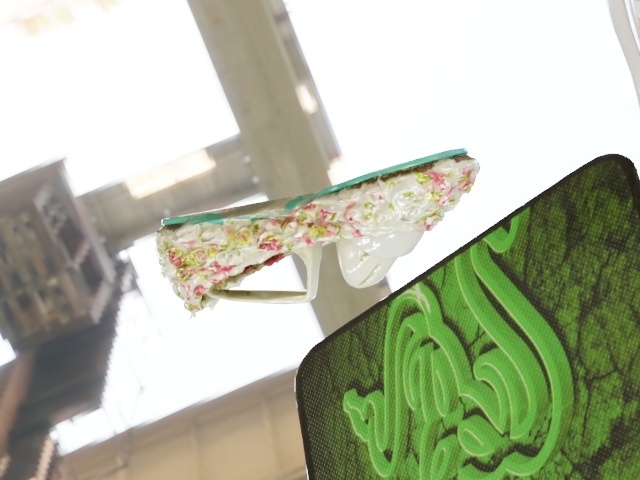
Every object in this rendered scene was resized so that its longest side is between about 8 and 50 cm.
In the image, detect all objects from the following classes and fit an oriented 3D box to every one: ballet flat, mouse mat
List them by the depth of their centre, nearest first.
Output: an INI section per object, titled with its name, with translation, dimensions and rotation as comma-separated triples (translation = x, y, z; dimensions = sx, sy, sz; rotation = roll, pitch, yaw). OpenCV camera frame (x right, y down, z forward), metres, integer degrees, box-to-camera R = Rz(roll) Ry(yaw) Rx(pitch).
[mouse mat]
translation = 0.053, 0.080, 0.427
dimensions = 0.152, 0.007, 0.190
rotation = -36, -136, 31
[ballet flat]
translation = 0.000, 0.000, 0.953
dimensions = 0.241, 0.077, 0.091
rotation = -13, 178, 27

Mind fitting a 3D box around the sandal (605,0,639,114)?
[sandal]
translation = 0.218, -0.098, 0.760
dimensions = 0.102, 0.265, 0.076
rotation = -30, -147, -18
